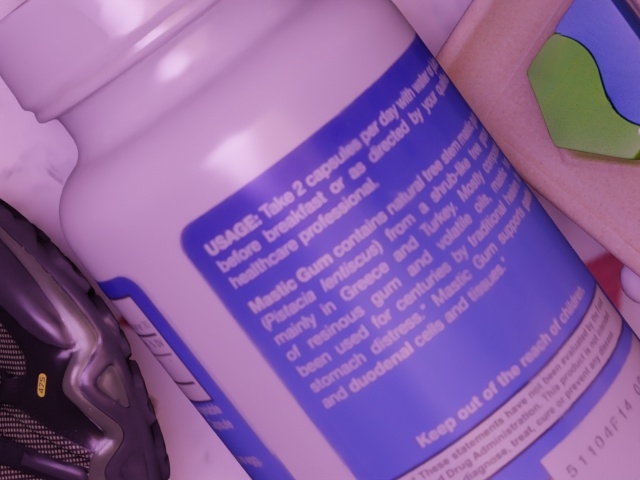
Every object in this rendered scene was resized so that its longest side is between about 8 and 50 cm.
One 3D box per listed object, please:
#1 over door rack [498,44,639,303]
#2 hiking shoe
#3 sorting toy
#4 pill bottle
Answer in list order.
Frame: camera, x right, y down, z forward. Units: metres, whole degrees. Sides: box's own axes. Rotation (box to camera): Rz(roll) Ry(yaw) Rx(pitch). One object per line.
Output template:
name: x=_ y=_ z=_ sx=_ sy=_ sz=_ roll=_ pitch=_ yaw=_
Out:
over door rack: x=0.247 y=-0.023 z=0.740 sx=0.239 sy=0.108 sz=0.324 roll=-34 pitch=101 yaw=27
hiking shoe: x=-0.115 y=0.096 z=0.721 sx=0.114 sy=0.086 sz=0.227 roll=-24 pitch=98 yaw=-15
sorting toy: x=0.159 y=-0.067 z=0.682 sx=0.208 sy=0.038 sz=0.193 roll=40 pitch=113 yaw=18
pill bottle: x=0.000 y=0.000 z=0.713 sx=0.152 sy=0.152 sz=0.272 roll=-38 pitch=100 yaw=-10
